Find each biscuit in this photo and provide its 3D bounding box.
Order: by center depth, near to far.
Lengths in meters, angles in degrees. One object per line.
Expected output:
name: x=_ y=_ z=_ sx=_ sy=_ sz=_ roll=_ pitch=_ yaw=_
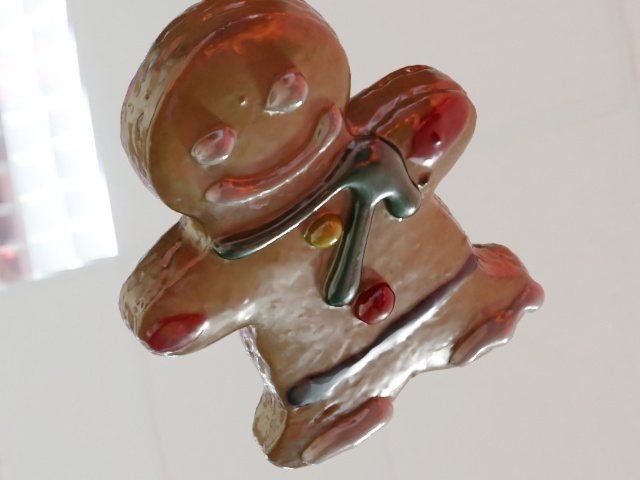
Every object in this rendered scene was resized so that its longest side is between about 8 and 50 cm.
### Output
biscuit: x=0.000 y=0.000 z=0.913 sx=0.049 sy=0.197 sz=0.301 roll=44 pitch=-12 yaw=42
